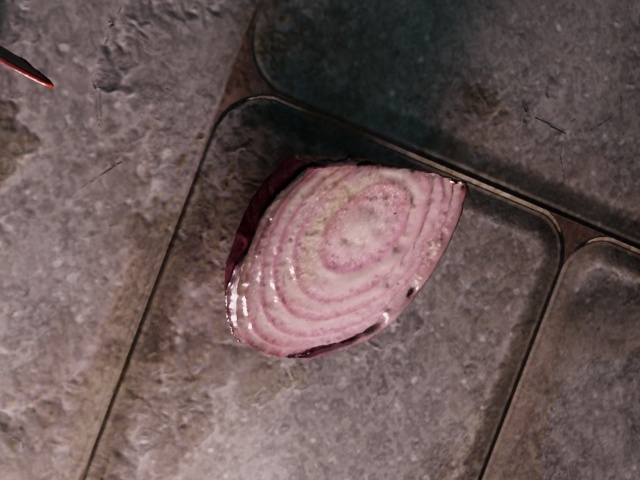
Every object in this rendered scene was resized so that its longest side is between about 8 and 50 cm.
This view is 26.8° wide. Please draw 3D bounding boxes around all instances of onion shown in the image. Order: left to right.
[{"bbox_3d":[0.000,0.000,1.400,0.250,0.111,0.247,8,120,-41],"label":"onion"}]

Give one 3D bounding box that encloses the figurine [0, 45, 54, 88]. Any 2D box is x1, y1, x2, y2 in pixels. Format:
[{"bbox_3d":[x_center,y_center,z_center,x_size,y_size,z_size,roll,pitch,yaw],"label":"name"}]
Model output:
[{"bbox_3d":[-0.374,-0.091,1.148,0.183,0.160,0.226,28,95,-30],"label":"figurine"}]
